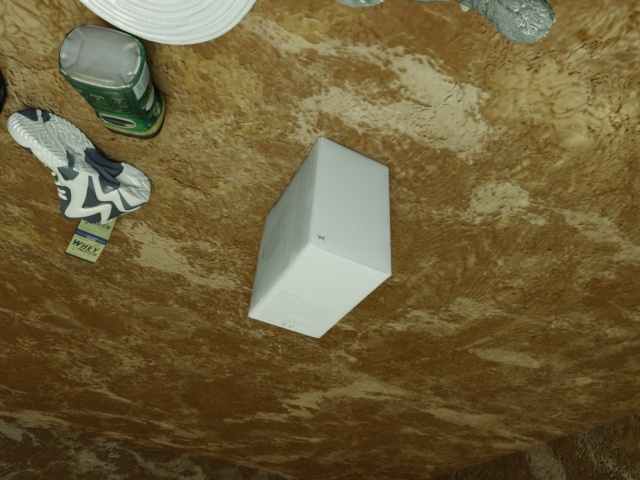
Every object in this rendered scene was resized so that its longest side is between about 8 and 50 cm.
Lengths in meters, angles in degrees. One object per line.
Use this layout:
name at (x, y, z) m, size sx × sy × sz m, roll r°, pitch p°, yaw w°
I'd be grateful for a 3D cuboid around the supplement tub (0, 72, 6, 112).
supplement tub at (-0.567, -0.129, 0.626) m, size 0.207 × 0.338 × 0.207 m, roll 3°, pitch 141°, yaw 2°

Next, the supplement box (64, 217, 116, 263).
supplement box at (-0.430, -0.017, 0.954) m, size 0.056 × 0.083 × 0.083 m, roll 25°, pitch 136°, yaw -25°

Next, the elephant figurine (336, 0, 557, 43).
elephant figurine at (0.082, -0.280, 0.454) m, size 0.186 × 0.239 × 0.169 m, roll -13°, pitch 138°, yaw 21°

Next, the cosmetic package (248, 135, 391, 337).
cosmetic package at (0.000, 0.000, 0.821) m, size 0.138 × 0.224 × 0.225 m, roll 20°, pitch 139°, yaw -18°

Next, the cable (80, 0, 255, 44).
cable at (-0.170, -0.336, 0.528) m, size 0.257 × 0.089 × 0.257 m, roll -19°, pitch 135°, yaw 26°

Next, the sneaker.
sneaker at (-0.422, -0.101, 0.839) m, size 0.153 × 0.094 × 0.235 m, roll -32°, pitch 139°, yaw 26°

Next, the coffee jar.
coffee jar at (-0.263, -0.198, 0.667) m, size 0.096 × 0.079 × 0.184 m, roll 12°, pitch 170°, yaw -6°
